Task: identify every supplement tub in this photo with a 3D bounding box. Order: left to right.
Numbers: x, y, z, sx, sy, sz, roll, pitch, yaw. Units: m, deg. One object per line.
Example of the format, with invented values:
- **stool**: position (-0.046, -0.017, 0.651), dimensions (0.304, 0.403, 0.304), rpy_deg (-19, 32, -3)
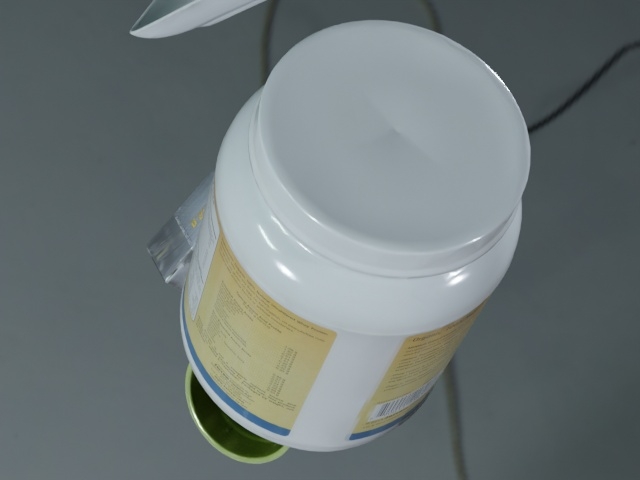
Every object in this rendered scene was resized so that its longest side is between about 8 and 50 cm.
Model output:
- **supplement tub**: position (0.013, 0.002, 0.775), dimensions (0.144, 0.199, 0.144), rpy_deg (6, 59, -10)

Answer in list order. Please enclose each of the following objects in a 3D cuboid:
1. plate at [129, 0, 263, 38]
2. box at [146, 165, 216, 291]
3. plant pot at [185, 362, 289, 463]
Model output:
- **plate**: position (-0.032, -0.308, 1.613), dimensions (0.045, 0.277, 0.278), rpy_deg (55, 39, -22)
- **box**: position (0.000, 0.000, 1.328), dimensions (0.231, 0.183, 0.056), rpy_deg (33, 14, -40)
- **plant pot**: position (-0.029, 0.087, 1.009), dimensions (0.083, 0.083, 0.079), rpy_deg (41, 31, 13)
